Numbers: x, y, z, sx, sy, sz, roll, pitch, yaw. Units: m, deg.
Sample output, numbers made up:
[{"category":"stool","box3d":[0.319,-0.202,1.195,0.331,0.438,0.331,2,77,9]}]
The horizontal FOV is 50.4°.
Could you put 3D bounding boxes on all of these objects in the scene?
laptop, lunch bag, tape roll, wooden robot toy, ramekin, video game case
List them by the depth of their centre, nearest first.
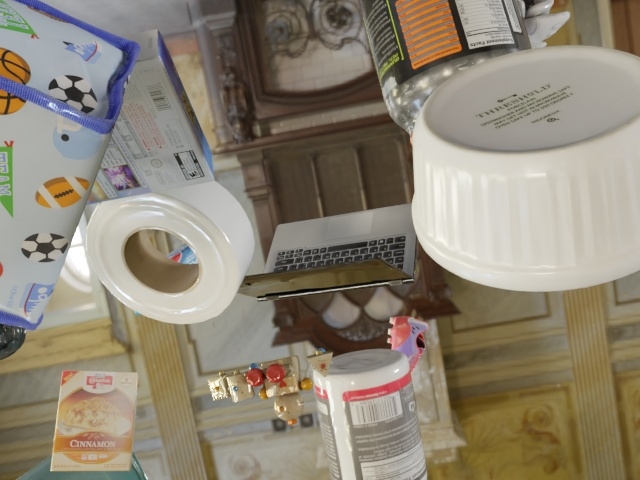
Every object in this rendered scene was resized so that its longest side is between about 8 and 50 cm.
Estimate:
[{"category":"ramekin","box3d":[0.212,-0.084,0.655,0.273,0.127,0.272,-12,-144,9]},{"category":"lunch bag","box3d":[-0.436,-0.127,0.731,0.386,0.327,0.239,19,-147,-20]},{"category":"wooden robot toy","box3d":[-0.053,0.180,0.794,0.173,0.079,0.076,-17,176,21]},{"category":"video game case","box3d":[-0.304,-0.161,0.966,0.244,0.061,0.269,-11,148,2]},{"category":"tape roll","box3d":[-0.267,0.011,1.214,0.286,0.286,0.100,-8,-148,20]},{"category":"laptop","box3d":[0.000,0.000,1.506,0.382,0.236,0.407,-8,-138,19]}]

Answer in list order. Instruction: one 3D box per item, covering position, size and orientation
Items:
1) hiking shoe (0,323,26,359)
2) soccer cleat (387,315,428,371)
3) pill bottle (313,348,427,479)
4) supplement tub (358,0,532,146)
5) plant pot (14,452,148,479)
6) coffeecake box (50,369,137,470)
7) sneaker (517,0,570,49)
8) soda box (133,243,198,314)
[{"category":"hiking shoe","box3d":[-0.532,0.106,0.903,0.304,0.113,0.132,7,168,0]},{"category":"soccer cleat","box3d":[0.214,0.277,1.661,0.095,0.248,0.083,6,-136,14]},{"category":"pill bottle","box3d":[0.097,0.371,1.231,0.176,0.318,0.176,-10,-176,1]},{"category":"supplement tub","box3d":[0.168,-0.294,0.935,0.207,0.337,0.207,-13,172,-2]},{"category":"plant pot","box3d":[-0.684,0.719,1.837,0.341,0.341,0.334,-3,-161,47]},{"category":"coffeecake box","box3d":[-0.434,0.350,1.318,0.142,0.185,0.068,4,159,-13]},{"category":"sneaker","box3d":[0.376,-0.344,1.224,0.366,0.137,0.210,-3,144,-38]},{"category":"soda box","box3d":[-0.319,0.073,1.457,0.067,0.071,0.210,-12,-159,45]}]
